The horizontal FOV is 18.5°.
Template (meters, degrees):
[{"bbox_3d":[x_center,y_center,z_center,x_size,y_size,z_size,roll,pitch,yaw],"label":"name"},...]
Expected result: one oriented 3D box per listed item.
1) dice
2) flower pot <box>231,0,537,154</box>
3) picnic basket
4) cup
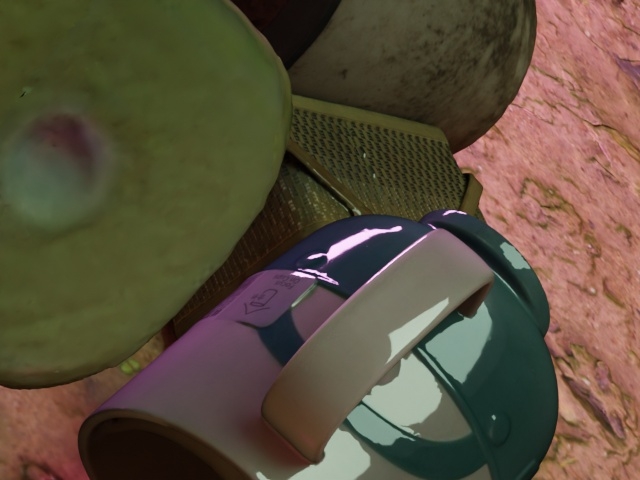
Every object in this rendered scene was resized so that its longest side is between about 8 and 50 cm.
[{"bbox_3d":[-0.183,-0.085,1.105,0.252,0.254,0.250,41,3,-36],"label":"dice"},{"bbox_3d":[0.000,-0.204,1.539,0.330,0.293,0.293,17,46,-54],"label":"flower pot"},{"bbox_3d":[0.000,0.000,1.439,0.266,0.165,0.139,9,51,-51],"label":"picnic basket"},{"bbox_3d":[0.014,0.104,1.175,0.219,0.290,0.257,41,61,13],"label":"cup"}]
